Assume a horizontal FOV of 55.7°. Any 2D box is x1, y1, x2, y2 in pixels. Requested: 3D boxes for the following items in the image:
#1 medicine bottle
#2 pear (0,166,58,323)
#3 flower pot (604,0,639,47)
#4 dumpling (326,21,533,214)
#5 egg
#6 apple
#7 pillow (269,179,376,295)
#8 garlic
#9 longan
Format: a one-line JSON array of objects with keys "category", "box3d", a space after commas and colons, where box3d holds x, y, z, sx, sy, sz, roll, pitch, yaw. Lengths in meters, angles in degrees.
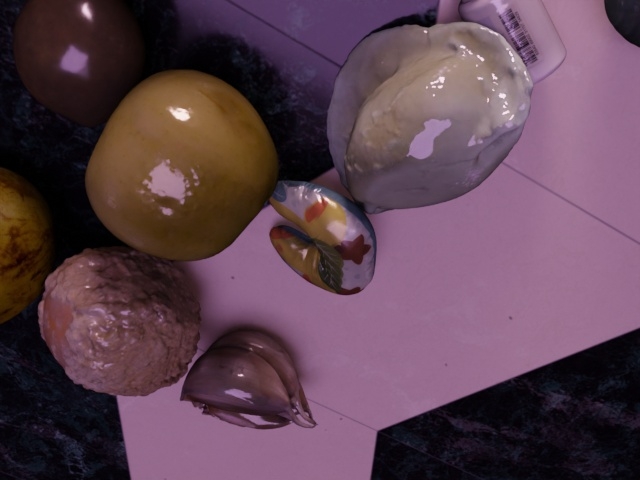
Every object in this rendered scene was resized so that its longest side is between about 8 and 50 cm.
[{"category": "medicine bottle", "box3d": [0.259, -0.313, 0.850, 0.103, 0.102, 0.186, -30, 114, 21]}, {"category": "pear", "box3d": [-0.582, 0.008, 1.028, 0.284, 0.283, 0.283, 2, 121, 4]}, {"category": "flower pot", "box3d": [0.497, -0.339, 0.782, 0.243, 0.157, 0.189, -7, 119, 10]}, {"category": "dumpling", "box3d": [0.143, -0.162, 0.890, 0.321, 0.211, 0.270, -21, 118, 16]}, {"category": "egg", "box3d": [-0.358, 0.145, 1.095, 0.279, 0.279, 0.310, -19, 138, 16]}, {"category": "apple", "box3d": [-0.205, -0.108, 0.928, 0.254, 0.292, 0.292, 38, 117, -7]}, {"category": "pillow", "box3d": [0.000, 0.000, 1.039, 0.214, 0.086, 0.233, 28, 148, 17]}, {"category": "garlic", "box3d": [-0.150, 0.298, 1.200, 0.292, 0.210, 0.237, 0, 115, 15]}, {"category": "longan", "box3d": [-0.349, -0.272, 0.882, 0.198, 0.198, 0.212, 20, 122, -7]}]
